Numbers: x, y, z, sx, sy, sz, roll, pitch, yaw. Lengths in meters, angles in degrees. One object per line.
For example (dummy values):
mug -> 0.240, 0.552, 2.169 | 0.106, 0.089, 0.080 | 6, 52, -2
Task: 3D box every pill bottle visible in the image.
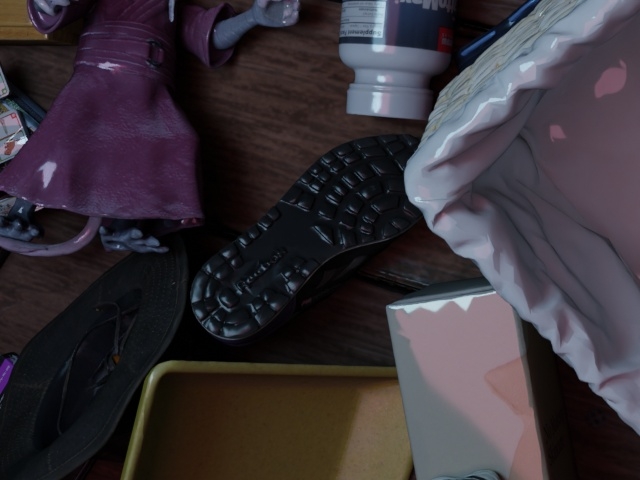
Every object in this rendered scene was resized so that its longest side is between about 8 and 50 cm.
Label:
pill bottle -> 0.073, -0.205, 1.012 | 0.108, 0.108, 0.180 | 7, 97, 20

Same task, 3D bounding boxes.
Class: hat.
hat -> -0.204, 0.154, 1.111 | 0.134, 0.331, 0.331 | 37, 111, -27

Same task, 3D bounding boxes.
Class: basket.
basket -> 0.285, -0.071, 0.808 | 0.328, 0.266, 0.331 | -41, 102, 19

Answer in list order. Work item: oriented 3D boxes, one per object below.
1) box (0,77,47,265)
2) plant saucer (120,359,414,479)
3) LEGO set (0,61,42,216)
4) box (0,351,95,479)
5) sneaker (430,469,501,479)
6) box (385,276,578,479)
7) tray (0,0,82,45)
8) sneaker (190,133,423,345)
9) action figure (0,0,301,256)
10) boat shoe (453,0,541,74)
box -> -0.400, -0.070, 1.238 | 0.159, 0.044, 0.233 | 40, 107, 13
plant saucer -> -0.070, 0.258, 1.025 | 0.081, 0.333, 0.332 | 26, 104, 49
LEGO set -> -0.428, -0.076, 1.208 | 0.244, 0.060, 0.182 | -23, 86, 9
box -> -0.332, 0.223, 1.244 | 0.162, 0.029, 0.116 | 39, 107, 15
sneaker -> 0.112, 0.216, 0.914 | 0.083, 0.037, 0.032 | -26, 86, 23
box -> 0.160, 0.192, 0.991 | 0.121, 0.148, 0.311 | -10, 92, 21
tray -> -0.464, -0.327, 1.229 | 0.411, 0.076, 0.202 | 4, 95, 22
sneaker -> 0.000, 0.000, 1.068 | 0.283, 0.124, 0.107 | -34, 75, -5
action figure -> -0.188, -0.165, 1.101 | 0.248, 0.276, 0.370 | 15, 73, -21
boat shoe -> 0.218, -0.226, 0.957 | 0.258, 0.109, 0.089 | -44, 75, 16
